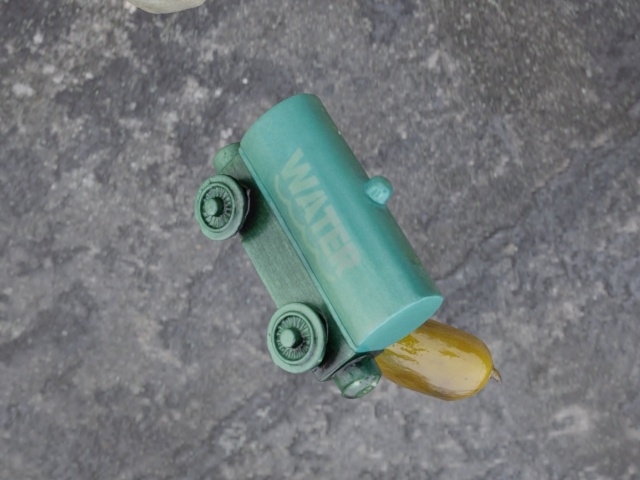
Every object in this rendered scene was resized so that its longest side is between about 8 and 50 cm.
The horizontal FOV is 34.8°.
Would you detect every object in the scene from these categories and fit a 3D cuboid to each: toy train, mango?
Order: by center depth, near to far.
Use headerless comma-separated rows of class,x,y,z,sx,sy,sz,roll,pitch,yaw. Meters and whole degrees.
toy train,0.000,0.000,0.834,0.159,0.248,0.101,-42,156,29
mango,0.088,0.108,1.003,0.188,0.066,0.101,20,159,2

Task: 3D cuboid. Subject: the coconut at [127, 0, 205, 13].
coconut,-0.190,-0.402,1.230,0.224,0.224,0.234,34,110,-25
